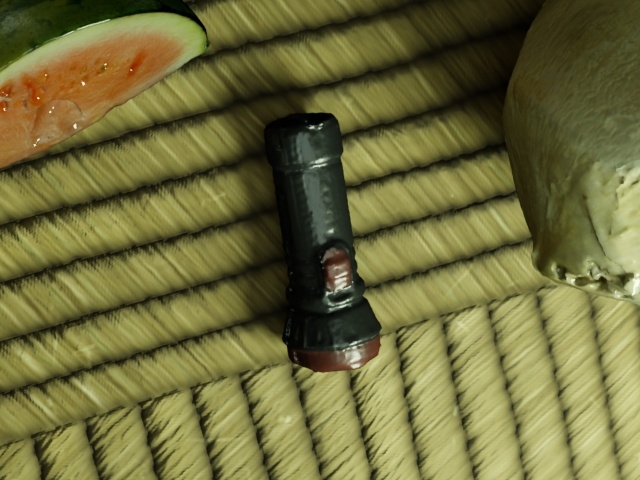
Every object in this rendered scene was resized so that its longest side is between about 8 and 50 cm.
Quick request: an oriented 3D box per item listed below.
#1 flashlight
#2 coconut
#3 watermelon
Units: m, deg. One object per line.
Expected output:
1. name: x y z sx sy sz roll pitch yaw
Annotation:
1. flashlight: 0.000 0.000 1.447 0.093 0.093 0.232 -10 104 -11
2. coconut: 0.327 -0.092 1.381 0.346 0.346 0.360 38 98 -19
3. watermelon: -0.258 -0.166 1.353 0.303 0.159 0.128 -29 69 -7
